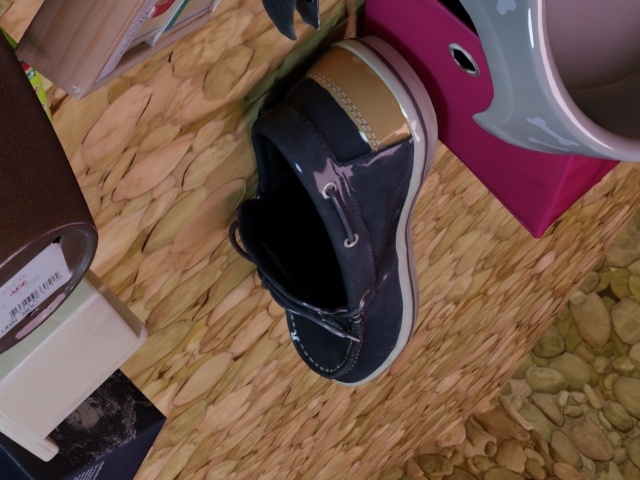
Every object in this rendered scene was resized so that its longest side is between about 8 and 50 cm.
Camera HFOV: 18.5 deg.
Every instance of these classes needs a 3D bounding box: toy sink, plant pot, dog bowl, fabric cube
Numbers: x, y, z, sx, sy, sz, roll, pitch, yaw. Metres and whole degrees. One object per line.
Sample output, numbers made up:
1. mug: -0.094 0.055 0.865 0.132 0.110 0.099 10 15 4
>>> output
1. toy sink: -0.231 0.053 1.475 0.131 0.153 0.234 -43 164 -7
2. plant pot: -0.233 -0.048 1.059 0.215 0.230 0.215 -41 165 -14
3. dog bowl: 0.242 -0.217 1.466 0.349 0.102 0.348 -15 117 -32
4. fabric cube: 0.207 -0.206 1.743 0.259 0.254 0.258 -41 166 -16

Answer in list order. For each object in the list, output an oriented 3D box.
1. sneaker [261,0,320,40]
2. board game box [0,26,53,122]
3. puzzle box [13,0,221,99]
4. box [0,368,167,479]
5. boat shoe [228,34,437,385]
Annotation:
1. sneaker: -0.018 -0.228 1.413 0.051 0.089 0.170 -33 161 -36
2. board game box: -0.265 -0.056 1.308 0.181 0.043 0.092 -41 164 -14
3. puzzle box: -0.018 -0.281 1.188 0.409 0.052 0.272 -54 179 22
4. box: -0.247 0.156 1.688 0.158 0.156 0.093 -28 156 -47
5. boat shoe: 0.000 0.000 1.896 0.156 0.187 0.500 -33 156 -21
